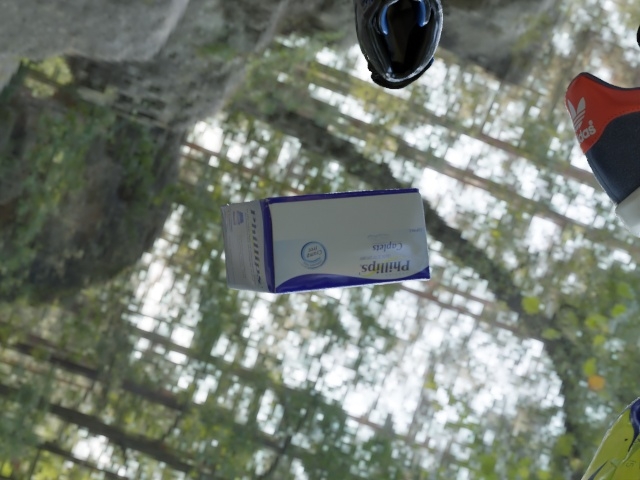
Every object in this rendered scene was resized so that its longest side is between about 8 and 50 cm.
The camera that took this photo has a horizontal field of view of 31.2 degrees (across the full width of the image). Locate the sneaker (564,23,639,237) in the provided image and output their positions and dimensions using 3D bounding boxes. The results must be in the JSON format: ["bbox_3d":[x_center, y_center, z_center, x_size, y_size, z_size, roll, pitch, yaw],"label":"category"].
[{"bbox_3d":[0.338,-0.148,0.869,0.350,0.148,0.131,-30,168,-18],"label":"sneaker"}]

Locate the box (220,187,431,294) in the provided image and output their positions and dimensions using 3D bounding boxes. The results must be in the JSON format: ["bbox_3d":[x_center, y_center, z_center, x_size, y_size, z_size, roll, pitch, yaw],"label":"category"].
[{"bbox_3d":[0.000,0.000,0.895,0.137,0.126,0.072,180,-95,-70],"label":"box"}]

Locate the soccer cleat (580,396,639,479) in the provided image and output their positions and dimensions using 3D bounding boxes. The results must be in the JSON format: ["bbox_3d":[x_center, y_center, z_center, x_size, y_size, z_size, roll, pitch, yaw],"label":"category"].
[{"bbox_3d":[0.214,0.182,0.799,0.289,0.093,0.121,-35,145,-52],"label":"soccer cleat"}]

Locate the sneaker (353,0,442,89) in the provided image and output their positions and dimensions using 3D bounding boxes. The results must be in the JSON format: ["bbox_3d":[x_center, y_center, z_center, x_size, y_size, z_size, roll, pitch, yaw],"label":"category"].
[{"bbox_3d":[0.057,-0.219,0.843,0.121,0.079,0.217,-97,179,-68],"label":"sneaker"}]
